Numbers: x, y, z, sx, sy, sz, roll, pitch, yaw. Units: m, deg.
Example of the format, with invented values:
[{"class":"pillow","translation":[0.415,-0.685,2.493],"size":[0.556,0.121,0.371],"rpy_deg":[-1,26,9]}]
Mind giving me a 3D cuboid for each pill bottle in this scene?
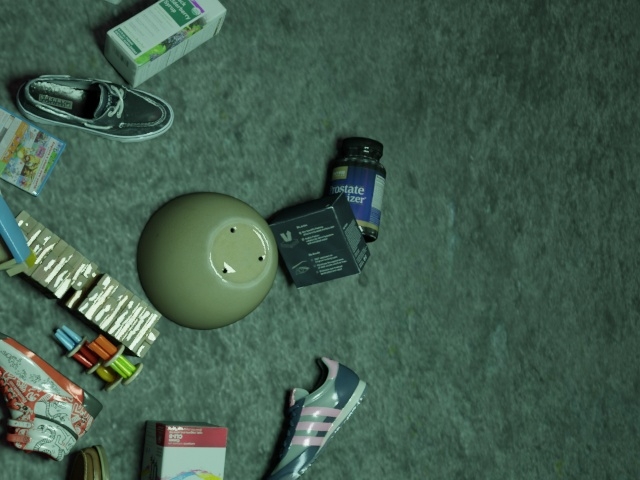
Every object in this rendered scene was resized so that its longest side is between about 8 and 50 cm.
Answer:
[{"class":"pill bottle","translation":[0.080,-0.112,1.838],"size":[0.123,0.123,0.219],"rpy_deg":[14,77,-27]}]

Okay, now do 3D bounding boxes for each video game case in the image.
[{"class":"video game case","translation":[-0.576,-0.172,1.538],"size":[0.166,0.015,0.119],"rpy_deg":[31,70,-23]}]

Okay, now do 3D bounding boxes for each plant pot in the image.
[{"class":"plant pot","translation":[-0.195,0.032,1.628],"size":[0.284,0.191,0.284],"rpy_deg":[4,82,-29]}]

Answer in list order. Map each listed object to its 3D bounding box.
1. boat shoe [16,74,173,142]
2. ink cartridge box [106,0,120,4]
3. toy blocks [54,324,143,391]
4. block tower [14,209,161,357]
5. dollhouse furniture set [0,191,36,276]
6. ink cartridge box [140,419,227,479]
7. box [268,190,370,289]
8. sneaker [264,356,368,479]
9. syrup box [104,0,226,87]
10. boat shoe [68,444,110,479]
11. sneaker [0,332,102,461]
[{"class":"boat shoe","translation":[-0.419,-0.261,1.585],"size":[0.301,0.102,0.108],"rpy_deg":[8,80,-28]},{"class":"ink cartridge box","translation":[-0.424,-0.633,1.571],"size":[0.198,0.197,0.270],"rpy_deg":[16,77,-26]},{"class":"toy blocks","translation":[-0.414,0.206,1.524],"size":[0.148,0.123,0.054],"rpy_deg":[47,48,-17]},{"class":"block tower","translation":[-0.450,0.085,1.536],"size":[0.335,0.097,0.091],"rpy_deg":[42,66,-21]},{"class":"dollhouse furniture set","translation":[-0.659,-0.046,1.398],"size":[0.286,0.198,0.303],"rpy_deg":[-24,107,5]},{"class":"ink cartridge box","translation":[-0.264,0.438,1.578],"size":[0.127,0.128,0.176],"rpy_deg":[9,80,-28]},{"class":"box","translation":[0.000,0.000,1.737],"size":[0.158,0.156,0.093],"rpy_deg":[66,27,-17]},{"class":"sneaker","translation":[-0.039,0.387,1.738],"size":[0.131,0.112,0.319],"rpy_deg":[41,63,-1]},{"class":"syrup box","translation":[-0.310,-0.418,1.658],"size":[0.237,0.096,0.093],"rpy_deg":[-41,88,-26]},{"class":"boat shoe","translation":[-0.447,0.522,1.475],"size":[0.104,0.111,0.307],"rpy_deg":[10,80,-29]},{"class":"sneaker","translation":[-0.532,0.280,1.468],"size":[0.270,0.090,0.145],"rpy_deg":[43,64,-21]}]
